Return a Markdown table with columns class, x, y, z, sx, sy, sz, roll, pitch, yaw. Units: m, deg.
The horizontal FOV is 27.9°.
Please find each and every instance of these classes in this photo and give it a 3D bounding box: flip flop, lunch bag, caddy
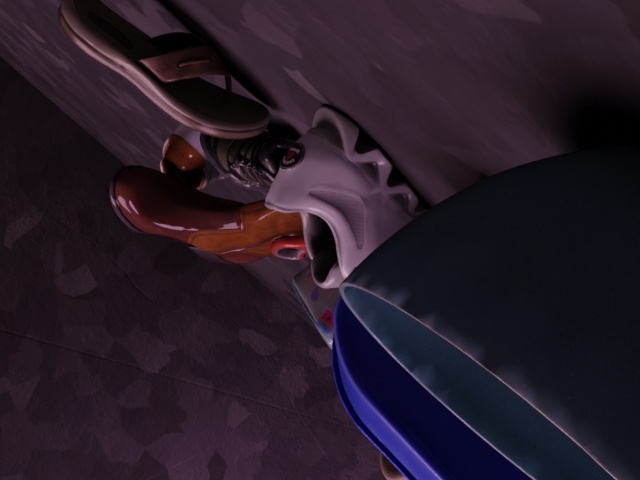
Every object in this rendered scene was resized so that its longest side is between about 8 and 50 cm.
| class | x | y | z | sx | sy | sz | roll | pitch | yaw |
| --- | --- | --- | --- | --- | --- | --- | --- | --- | --- |
| flip flop | -0.171 | -0.211 | 1.490 | 0.277 | 0.080 | 0.112 | 35 | -156 | -13 |
| lunch bag | 0.089 | 0.126 | 1.854 | 0.279 | 0.108 | 0.224 | 42 | -168 | -31 |
| caddy | 0.160 | 0.126 | 1.170 | 0.341 | 0.241 | 0.179 | 46 | 172 | 18 |

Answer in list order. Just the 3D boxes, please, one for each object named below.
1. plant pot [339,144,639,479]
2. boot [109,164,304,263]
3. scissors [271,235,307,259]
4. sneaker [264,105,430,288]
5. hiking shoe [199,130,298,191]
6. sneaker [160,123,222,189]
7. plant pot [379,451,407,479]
| class | x | y | z | sx | sy | sz | roll | pitch | yaw |
| --- | --- | --- | --- | --- | --- | --- | --- | --- | --- |
| plant pot | 0.184 | 0.051 | 0.862 | 0.290 | 0.195 | 0.290 | 39 | 172 | 7 |
| boot | -0.114 | -0.033 | 1.747 | 0.280 | 0.096 | 0.264 | -2 | 149 | 41 |
| scissors | 0.000 | 0.000 | 1.616 | 0.109 | 0.021 | 0.297 | 10 | 171 | -5 |
| sneaker | 0.063 | 0.014 | 1.415 | 0.330 | 0.146 | 0.122 | 43 | 170 | -26 |
| hiking shoe | -0.059 | -0.106 | 1.606 | 0.227 | 0.086 | 0.114 | 28 | 159 | 21 |
| sneaker | -0.192 | -0.125 | 1.925 | 0.106 | 0.123 | 0.290 | 38 | 173 | 5 |
| plant pot | 0.205 | 0.228 | 1.351 | 0.239 | 0.254 | 0.254 | 30 | 175 | -15 |
